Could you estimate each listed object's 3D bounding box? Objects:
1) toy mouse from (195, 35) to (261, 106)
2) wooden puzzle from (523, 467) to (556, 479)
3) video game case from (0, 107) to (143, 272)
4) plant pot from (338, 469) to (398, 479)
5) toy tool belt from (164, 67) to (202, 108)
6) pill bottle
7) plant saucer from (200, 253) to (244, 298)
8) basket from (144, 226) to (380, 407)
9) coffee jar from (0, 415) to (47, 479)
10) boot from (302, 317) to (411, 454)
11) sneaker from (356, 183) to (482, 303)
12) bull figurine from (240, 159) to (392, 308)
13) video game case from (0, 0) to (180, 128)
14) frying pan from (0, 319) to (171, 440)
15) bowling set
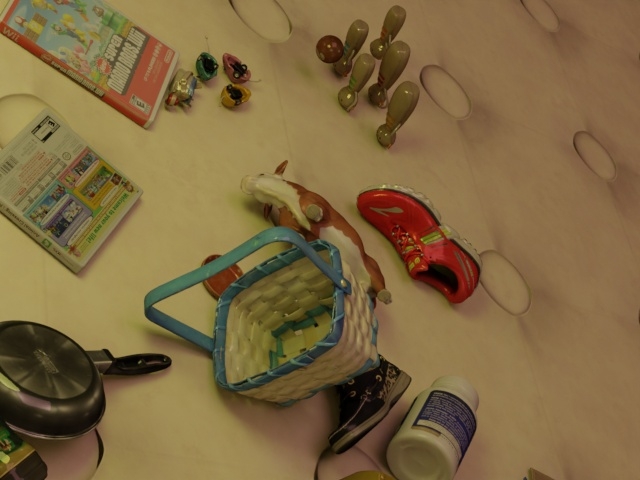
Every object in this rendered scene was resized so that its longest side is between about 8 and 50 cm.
[{"bbox_3d":[-0.174,-0.295,2.158,0.161,0.031,0.143,-22,75,-52],"label":"toy mouse"},{"bbox_3d":[0.385,0.430,2.093,0.116,0.014,0.078,34,34,-19],"label":"wooden puzzle"},{"bbox_3d":[-0.374,-0.075,1.765,0.193,0.023,0.212,41,36,-10],"label":"video game case"},{"bbox_3d":[0.077,0.378,1.765,0.081,0.083,0.081,30,41,-23],"label":"plant pot"},{"bbox_3d":[-0.225,-0.247,2.047,0.051,0.052,0.083,25,42,-16],"label":"toy tool belt"},{"bbox_3d":[0.184,0.296,1.923,0.112,0.112,0.187,45,37,-4],"label":"pill bottle"},{"bbox_3d":[-0.149,0.059,1.879,0.083,0.013,0.083,27,42,-27],"label":"plant saucer"},{"bbox_3d":[-0.072,0.104,1.730,0.289,0.255,0.201,38,36,-45],"label":"basket"},{"bbox_3d":[-0.399,0.229,1.402,0.184,0.096,0.079,50,33,1],"label":"coffee jar"},{"bbox_3d":[0.029,0.210,1.870,0.178,0.085,0.236,47,32,3],"label":"boot"},{"bbox_3d":[0.176,0.007,2.189,0.279,0.107,0.118,38,47,-10],"label":"sneaker"},{"bbox_3d":[0.000,0.000,1.976,0.310,0.101,0.188,45,7,-14],"label":"bull figurine"},{"bbox_3d":[-0.371,-0.324,1.990,0.285,0.025,0.204,33,39,-19],"label":"video game case"},{"bbox_3d":[-0.301,0.179,1.556,0.326,0.053,0.197,13,33,-34],"label":"frying pan"},{"bbox_3d":[0.070,-0.335,2.383,0.200,0.154,0.287,11,49,-15],"label":"bowling set"}]
